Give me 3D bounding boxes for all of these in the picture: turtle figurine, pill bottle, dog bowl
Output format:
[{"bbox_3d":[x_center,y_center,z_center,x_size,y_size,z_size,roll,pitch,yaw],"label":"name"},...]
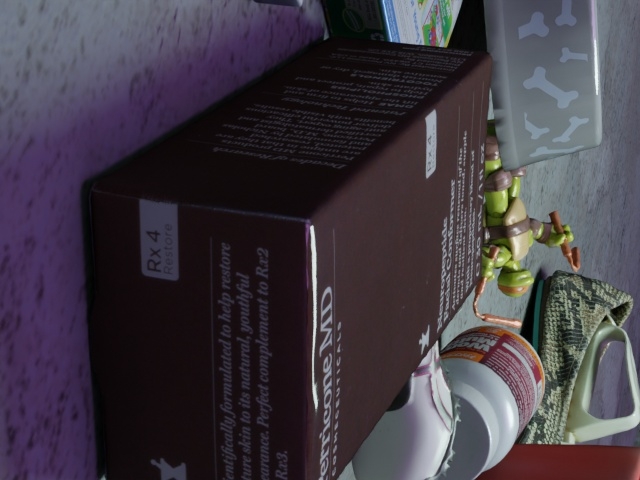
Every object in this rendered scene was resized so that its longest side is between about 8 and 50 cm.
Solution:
[{"bbox_3d":[0.217,-0.028,1.609,0.269,0.087,0.217,-22,109,-51],"label":"turtle figurine"},{"bbox_3d":[0.153,0.170,1.460,0.221,0.121,0.121,-28,124,-67],"label":"pill bottle"},{"bbox_3d":[0.225,-0.244,1.415,0.349,0.102,0.349,-2,90,-79],"label":"dog bowl"}]

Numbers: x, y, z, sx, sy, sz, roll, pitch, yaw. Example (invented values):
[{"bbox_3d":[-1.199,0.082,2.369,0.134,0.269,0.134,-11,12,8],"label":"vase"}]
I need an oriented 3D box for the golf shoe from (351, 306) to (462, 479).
[{"bbox_3d":[0.059,0.099,1.234,0.120,0.105,0.273,30,62,-53],"label":"golf shoe"}]

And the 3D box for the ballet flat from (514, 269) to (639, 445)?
[{"bbox_3d":[0.344,0.248,1.952,0.164,0.182,0.483,75,30,-51],"label":"ballet flat"}]

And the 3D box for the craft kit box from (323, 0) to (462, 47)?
[{"bbox_3d":[0.067,-0.250,1.144,0.250,0.061,0.246,74,33,-50],"label":"craft kit box"}]

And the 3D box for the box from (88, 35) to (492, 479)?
[{"bbox_3d":[0.000,0.000,0.930,0.381,0.143,0.191,-43,138,-59],"label":"box"}]

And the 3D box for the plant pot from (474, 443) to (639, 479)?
[{"bbox_3d":[0.215,0.333,1.524,0.275,0.243,0.275,9,90,-71],"label":"plant pot"}]

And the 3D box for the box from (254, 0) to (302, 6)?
[{"bbox_3d":[-0.024,-0.266,0.897,0.145,0.038,0.186,55,48,-64],"label":"box"}]
